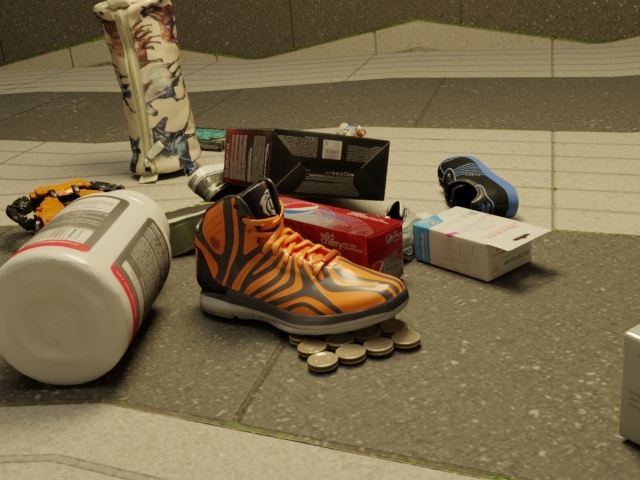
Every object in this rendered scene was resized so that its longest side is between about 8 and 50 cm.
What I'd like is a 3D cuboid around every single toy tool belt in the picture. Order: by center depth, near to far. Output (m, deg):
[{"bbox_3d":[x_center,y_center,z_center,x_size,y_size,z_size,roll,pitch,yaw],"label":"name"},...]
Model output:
[{"bbox_3d":[0.065,-0.242,1.983,0.083,0.052,0.051,15,60,50],"label":"toy tool belt"}]

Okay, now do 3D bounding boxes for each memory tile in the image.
[{"bbox_3d":[0.041,0.123,1.052,0.148,0.012,0.113,-12,22,-17],"label":"memory tile"}]

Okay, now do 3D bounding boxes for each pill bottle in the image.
[{"bbox_3d":[-0.298,0.040,1.119,0.176,0.176,0.318,-3,21,5],"label":"pill bottle"}]

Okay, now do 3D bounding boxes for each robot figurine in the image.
[{"bbox_3d":[-0.431,-0.038,1.488,0.211,0.085,0.291,-15,23,-25],"label":"robot figurine"}]

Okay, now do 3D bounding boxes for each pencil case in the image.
[{"bbox_3d":[-0.367,-0.336,1.810,0.160,0.410,0.183,-6,27,4],"label":"pencil case"}]

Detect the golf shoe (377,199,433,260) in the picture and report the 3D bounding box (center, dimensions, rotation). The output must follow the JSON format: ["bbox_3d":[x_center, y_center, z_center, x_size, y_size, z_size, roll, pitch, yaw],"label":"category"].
[{"bbox_3d":[0.138,-0.027,1.325,0.069,0.086,0.176,4,21,29],"label":"golf shoe"}]

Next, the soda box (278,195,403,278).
[{"bbox_3d":[0.000,0.000,1.274,0.263,0.092,0.083,14,26,42],"label":"soda box"}]

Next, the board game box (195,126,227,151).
[{"bbox_3d":[-0.285,-0.255,2.114,0.186,0.026,0.126,7,23,29],"label":"board game box"}]

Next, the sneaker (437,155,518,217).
[{"bbox_3d":[0.251,-0.096,1.486,0.090,0.081,0.232,-5,20,-20],"label":"sneaker"}]

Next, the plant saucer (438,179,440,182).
[{"bbox_3d":[0.270,-0.117,1.635,0.083,0.013,0.083,-5,20,2],"label":"plant saucer"}]

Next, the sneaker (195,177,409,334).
[{"bbox_3d":[-0.043,0.015,1.094,0.321,0.180,0.124,3,19,29],"label":"sneaker"}]

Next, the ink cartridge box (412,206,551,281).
[{"bbox_3d":[0.237,0.006,1.244,0.104,0.061,0.181,-21,25,-35],"label":"ink cartridge box"}]

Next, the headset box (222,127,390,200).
[{"bbox_3d":[-0.039,-0.141,1.521,0.218,0.110,0.293,3,6,-24],"label":"headset box"}]

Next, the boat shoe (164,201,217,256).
[{"bbox_3d":[-0.184,-0.029,1.409,0.228,0.081,0.068,-10,25,-7],"label":"boat shoe"}]

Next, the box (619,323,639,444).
[{"bbox_3d":[0.406,0.137,0.776,0.182,0.119,0.181,-17,24,-31],"label":"box"}]

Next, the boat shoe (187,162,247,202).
[{"bbox_3d":[-0.164,-0.116,1.667,0.070,0.078,0.219,44,38,18],"label":"boat shoe"}]
